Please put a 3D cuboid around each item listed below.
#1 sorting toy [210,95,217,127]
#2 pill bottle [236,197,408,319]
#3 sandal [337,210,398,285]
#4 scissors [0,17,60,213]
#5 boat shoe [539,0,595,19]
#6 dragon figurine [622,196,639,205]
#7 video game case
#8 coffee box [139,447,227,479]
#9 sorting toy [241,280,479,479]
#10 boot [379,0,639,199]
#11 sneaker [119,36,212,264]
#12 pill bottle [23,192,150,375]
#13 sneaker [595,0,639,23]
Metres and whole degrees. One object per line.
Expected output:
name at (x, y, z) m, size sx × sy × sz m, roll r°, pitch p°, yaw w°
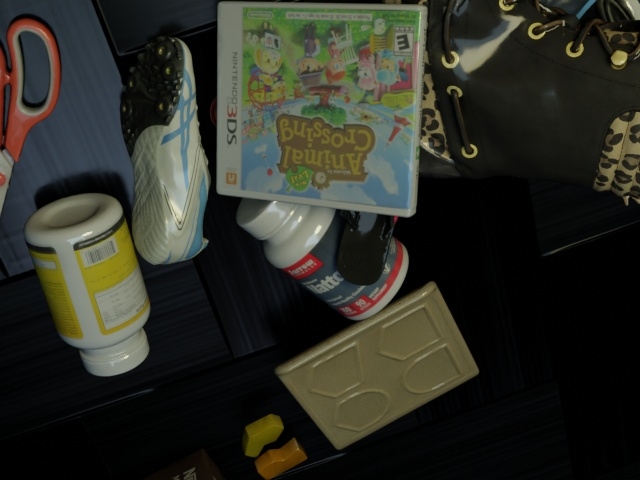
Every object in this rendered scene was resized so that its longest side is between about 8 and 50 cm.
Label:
sorting toy at (-0.068, -0.120, 0.935) m, size 0.102 × 0.042 × 0.061 m, roll 14°, pitch 112°, yaw -20°
pill bottle at (0.000, 0.000, 0.974) m, size 0.180 × 0.108 × 0.108 m, roll 36°, pitch 103°, yaw -26°
sandal at (0.053, -0.035, 0.887) m, size 0.067 × 0.040 × 0.179 m, roll 13°, pitch 106°, yaw 11°
scissors at (-0.319, -0.079, 0.909) m, size 0.109 × 0.021 × 0.297 m, roll -2°, pitch 115°, yaw -14°
boat shoe at (0.271, -0.310, 0.884) m, size 0.089 × 0.109 × 0.258 m, roll 31°, pitch 104°, yaw -21°
dragon figurine at (0.391, -0.087, 1.033) m, size 0.289 × 0.144 × 0.085 m, roll 24°, pitch 112°, yaw -2°
video game case at (-0.005, -0.129, 0.849) m, size 0.213 × 0.023 × 0.193 m, roll 8°, pitch 105°, yaw 24°
coffee box at (-0.225, 0.384, 1.097) m, size 0.247 × 0.141 × 0.098 m, roll -28°, pitch 119°, yaw 0°
sorting toy at (0.032, 0.178, 1.085) m, size 0.307 × 0.041 × 0.229 m, roll -29°, pitch 138°, yaw 2°
boot at (0.202, -0.208, 0.832) m, size 0.284 × 0.138 × 0.377 m, roll 12°, pitch 121°, yaw 16°
sneaker at (-0.153, -0.092, 0.919) m, size 0.086 × 0.085 × 0.237 m, roll -19°, pitch 119°, yaw -50°
pill bottle at (-0.242, 0.050, 0.945) m, size 0.103 × 0.103 × 0.184 m, roll -13°, pitch 118°, yaw -7°
sneaker at (0.397, -0.212, 0.977) m, size 0.095 × 0.090 × 0.235 m, roll -40°, pitch 120°, yaw -3°
